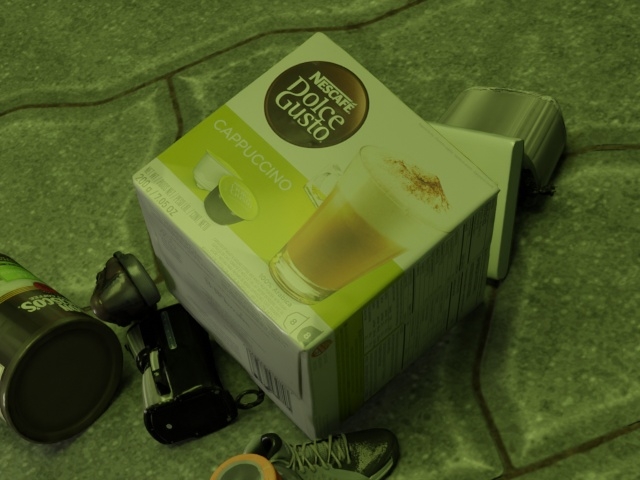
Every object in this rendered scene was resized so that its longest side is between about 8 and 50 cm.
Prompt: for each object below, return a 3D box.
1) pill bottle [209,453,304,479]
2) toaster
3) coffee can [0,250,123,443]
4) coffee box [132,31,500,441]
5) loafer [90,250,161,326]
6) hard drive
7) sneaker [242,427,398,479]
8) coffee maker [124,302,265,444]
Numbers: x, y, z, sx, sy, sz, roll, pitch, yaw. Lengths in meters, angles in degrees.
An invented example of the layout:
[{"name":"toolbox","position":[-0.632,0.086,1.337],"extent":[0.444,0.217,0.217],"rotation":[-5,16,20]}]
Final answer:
[{"name":"pill bottle","position":[-0.055,0.359,1.725],"extent":[0.130,0.245,0.130],"rotation":[-13,47,14]},{"name":"toaster","position":[0.271,-0.144,2.113],"extent":[0.227,0.129,0.146],"rotation":[10,53,33]},{"name":"coffee can","position":[-0.458,0.154,2.122],"extent":[0.275,0.201,0.201],"rotation":[29,66,40]},{"name":"coffee box","position":[0.000,0.000,1.885],"extent":[0.334,0.338,0.337],"rotation":[-39,67,-16]},{"name":"loafer","position":[-0.302,0.079,2.085],"extent":[0.095,0.109,0.302],"rotation":[-34,1,-11]},{"name":"hard drive","position":[0.145,-0.075,2.078],"extent":[0.308,0.203,0.040],"rotation":[15,16,33]},{"name":"sneaker","position":[-0.015,0.287,1.852],"extent":[0.229,0.132,0.086],"rotation":[-25,45,2]},{"name":"coffee maker","position":[-0.186,0.188,2.048],"extent":[0.171,0.120,0.178],"rotation":[-2,43,-18]}]
